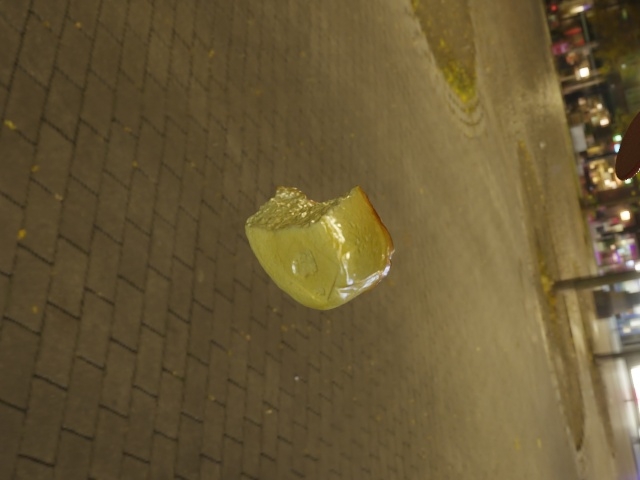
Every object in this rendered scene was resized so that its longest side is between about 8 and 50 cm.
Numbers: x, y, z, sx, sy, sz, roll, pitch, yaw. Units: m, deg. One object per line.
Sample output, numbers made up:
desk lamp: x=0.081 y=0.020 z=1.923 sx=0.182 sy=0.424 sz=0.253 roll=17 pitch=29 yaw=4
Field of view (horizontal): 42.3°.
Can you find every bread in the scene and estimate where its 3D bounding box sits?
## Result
bread: x=0.001 y=0.009 z=0.846 sx=0.086 sy=0.156 sz=0.125 roll=-32 pitch=113 yaw=-39

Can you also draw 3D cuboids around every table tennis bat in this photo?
table tennis bat: x=0.376 y=-0.130 z=0.942 sx=0.154 sy=0.019 sz=0.098 roll=115 pitch=-4 yaw=-57
